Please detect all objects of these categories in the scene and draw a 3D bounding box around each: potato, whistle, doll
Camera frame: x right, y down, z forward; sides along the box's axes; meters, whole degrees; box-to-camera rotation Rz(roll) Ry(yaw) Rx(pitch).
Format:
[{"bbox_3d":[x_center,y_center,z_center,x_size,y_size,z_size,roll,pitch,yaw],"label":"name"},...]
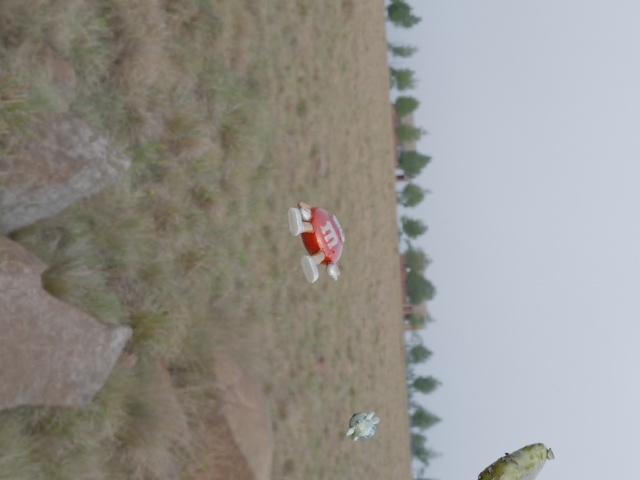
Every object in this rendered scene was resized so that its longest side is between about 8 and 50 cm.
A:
[{"bbox_3d":[0.468,0.558,1.838,0.090,0.225,0.117,59,-31,16],"label":"potato"},{"bbox_3d":[0.137,0.591,2.412,0.077,0.114,0.236,49,-4,24],"label":"whistle"},{"bbox_3d":[0.000,0.000,1.621,0.183,0.085,0.217,71,18,2],"label":"doll"}]
